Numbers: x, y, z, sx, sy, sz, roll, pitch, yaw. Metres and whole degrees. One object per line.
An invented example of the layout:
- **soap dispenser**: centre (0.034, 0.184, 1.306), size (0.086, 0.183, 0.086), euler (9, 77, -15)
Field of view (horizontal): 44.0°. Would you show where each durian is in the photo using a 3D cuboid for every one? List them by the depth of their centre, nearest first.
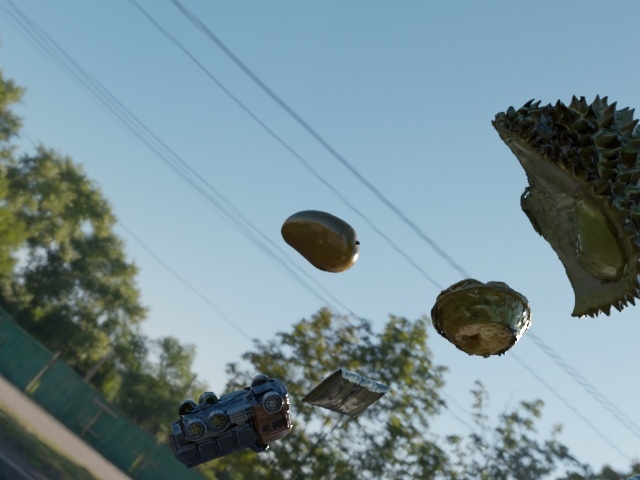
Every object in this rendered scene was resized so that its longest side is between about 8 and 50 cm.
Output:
- **durian**: centre (0.317, -0.053, 0.911), size (0.166, 0.172, 0.306), euler (-14, -56, 45)

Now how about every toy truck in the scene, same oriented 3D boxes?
- **toy truck**: centre (-0.140, 0.284, 1.235), size (0.083, 0.192, 0.092), euler (-145, -139, -67)

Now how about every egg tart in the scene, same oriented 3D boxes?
- **egg tart**: centre (0.319, 0.165, 1.570), size (0.212, 0.090, 0.213), euler (5, -43, 5)

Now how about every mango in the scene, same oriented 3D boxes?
- **mango**: centre (0.000, 0.000, 1.091), size (0.114, 0.080, 0.060), euler (20, 9, 18)

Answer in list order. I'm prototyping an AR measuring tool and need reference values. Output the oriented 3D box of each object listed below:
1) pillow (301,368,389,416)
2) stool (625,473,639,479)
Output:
- **pillow**: centre (0.054, 0.320, 1.658), size (0.203, 0.113, 0.038), euler (32, 21, -50)
- **stool**: centre (0.671, 0.578, 1.426), size (0.297, 0.297, 0.330), euler (39, -2, 1)
